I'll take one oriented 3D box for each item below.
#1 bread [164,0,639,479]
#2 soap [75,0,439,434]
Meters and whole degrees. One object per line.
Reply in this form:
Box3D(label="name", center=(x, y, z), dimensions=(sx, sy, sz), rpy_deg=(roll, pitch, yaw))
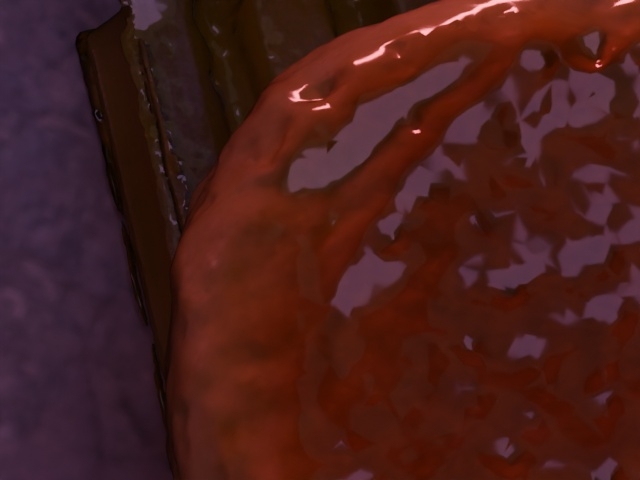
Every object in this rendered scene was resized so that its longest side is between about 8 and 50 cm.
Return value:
Box3D(label="bread", center=(0.073, 0.042, 0.429), dimensions=(0.244, 0.134, 0.244), rpy_deg=(-1, 64, 1))
Box3D(label="soap", center=(0.000, -0.001, 0.554), dimensions=(0.135, 0.076, 0.233), rpy_deg=(-8, 72, -21))
